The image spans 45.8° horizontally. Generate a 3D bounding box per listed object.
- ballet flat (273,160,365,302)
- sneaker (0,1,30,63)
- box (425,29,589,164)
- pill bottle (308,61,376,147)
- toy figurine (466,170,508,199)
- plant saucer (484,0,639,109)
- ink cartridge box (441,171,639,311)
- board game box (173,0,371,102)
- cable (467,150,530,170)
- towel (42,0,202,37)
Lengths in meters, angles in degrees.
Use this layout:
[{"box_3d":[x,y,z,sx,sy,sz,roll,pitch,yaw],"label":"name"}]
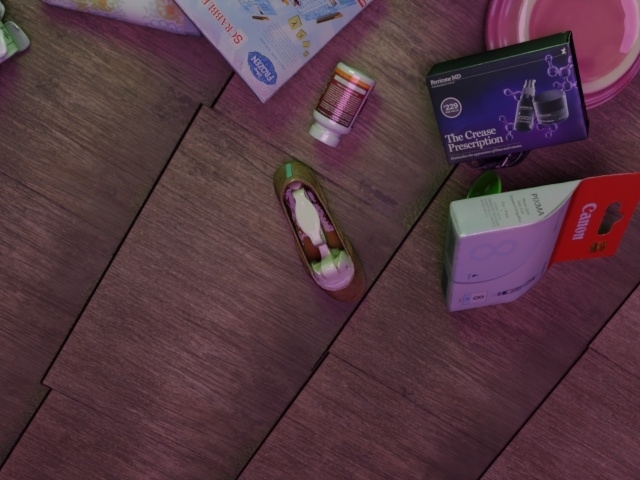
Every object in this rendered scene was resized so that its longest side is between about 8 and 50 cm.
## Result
[{"box_3d":[0.000,0.000,1.557,0.116,0.124,0.342,-21,108,5],"label":"ballet flat"},{"box_3d":[-0.610,-0.458,1.384,0.210,0.137,0.366,40,107,-14],"label":"sneaker"},{"box_3d":[0.349,-0.262,1.413,0.261,0.103,0.184,-9,111,25],"label":"box"},{"box_3d":[0.039,-0.265,1.492,0.086,0.086,0.152,26,105,-10],"label":"pill bottle"},{"box_3d":[0.387,-0.043,1.576,0.159,0.130,0.173,18,129,-17],"label":"toy figurine"},{"box_3d":[0.486,-0.408,1.450,0.332,0.084,0.332,-1,104,-5],"label":"plant saucer"},{"box_3d":[0.441,0.012,1.508,0.384,0.091,0.308,-8,147,1],"label":"ink cartridge box"},{"box_3d":[-0.087,-0.463,1.341,0.318,0.066,0.319,-43,131,1],"label":"board game box"},{"box_3d":[0.365,-0.234,1.535,0.150,0.047,0.185,-5,108,-1],"label":"cable"},{"box_3d":[-0.334,-0.574,1.337,0.320,0.090,0.375,15,117,6],"label":"towel"}]
